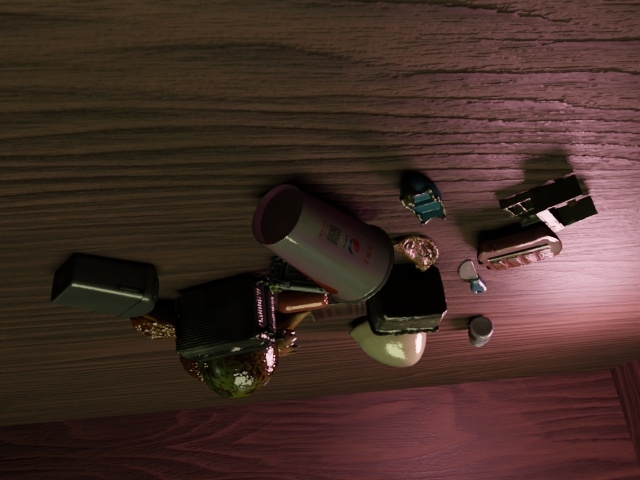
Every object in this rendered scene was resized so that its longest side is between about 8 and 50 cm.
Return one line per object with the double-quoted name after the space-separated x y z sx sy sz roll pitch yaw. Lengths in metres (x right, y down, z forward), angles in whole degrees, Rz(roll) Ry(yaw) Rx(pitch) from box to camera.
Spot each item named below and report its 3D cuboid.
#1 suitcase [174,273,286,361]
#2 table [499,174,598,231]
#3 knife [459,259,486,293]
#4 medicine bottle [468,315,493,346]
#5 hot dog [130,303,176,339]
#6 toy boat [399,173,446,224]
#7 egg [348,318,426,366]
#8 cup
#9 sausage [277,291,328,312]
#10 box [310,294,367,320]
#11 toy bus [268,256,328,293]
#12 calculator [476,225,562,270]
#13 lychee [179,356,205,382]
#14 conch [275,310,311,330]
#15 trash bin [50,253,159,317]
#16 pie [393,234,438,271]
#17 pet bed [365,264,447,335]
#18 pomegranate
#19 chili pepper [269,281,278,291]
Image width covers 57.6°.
-0.254 0.219 1.622 0.312 0.202 0.128 -16 154 18 "suitcase"
0.524 -0.072 1.340 0.175 0.062 0.146 -25 151 30 "table"
0.460 0.110 1.781 0.058 0.032 0.244 -8 153 25 "knife"
0.636 0.370 2.328 0.090 0.090 0.216 -9 157 6 "medicine bottle"
-0.461 0.243 1.755 0.227 0.099 0.160 10 157 -27 "hot dog"
0.211 -0.079 1.222 0.075 0.077 0.185 -16 155 22 "toy boat"
0.259 0.374 2.142 0.286 0.174 0.264 8 149 -23 "egg"
0.000 0.000 1.241 0.203 0.203 0.288 -22 146 31 "cup"
-0.053 0.182 1.761 0.154 0.062 0.062 -8 156 3 "sausage"
0.130 0.200 1.868 0.325 0.047 0.180 -7 157 2 "box"
-0.032 0.093 1.503 0.194 0.087 0.089 4 163 11 "toy bus"
0.538 0.030 1.578 0.220 0.048 0.330 -18 160 21 "calculator"
-0.389 0.385 1.989 0.194 0.194 0.194 -5 156 -2 "lychee"
-0.144 0.318 2.007 0.330 0.093 0.109 -26 143 35 "conch"
-0.527 0.117 1.457 0.236 0.101 0.177 17 149 -37 "trash bin"
0.261 0.027 1.528 0.088 0.033 0.191 -25 145 22 "pie"
0.242 0.178 1.677 0.211 0.183 0.159 -4 152 -9 "pet bed"
-0.218 0.339 1.842 0.341 0.285 0.285 -9 163 -40 "pomegranate"
-0.120 0.105 1.563 0.034 0.091 0.030 38 119 -8 "chili pepper"
